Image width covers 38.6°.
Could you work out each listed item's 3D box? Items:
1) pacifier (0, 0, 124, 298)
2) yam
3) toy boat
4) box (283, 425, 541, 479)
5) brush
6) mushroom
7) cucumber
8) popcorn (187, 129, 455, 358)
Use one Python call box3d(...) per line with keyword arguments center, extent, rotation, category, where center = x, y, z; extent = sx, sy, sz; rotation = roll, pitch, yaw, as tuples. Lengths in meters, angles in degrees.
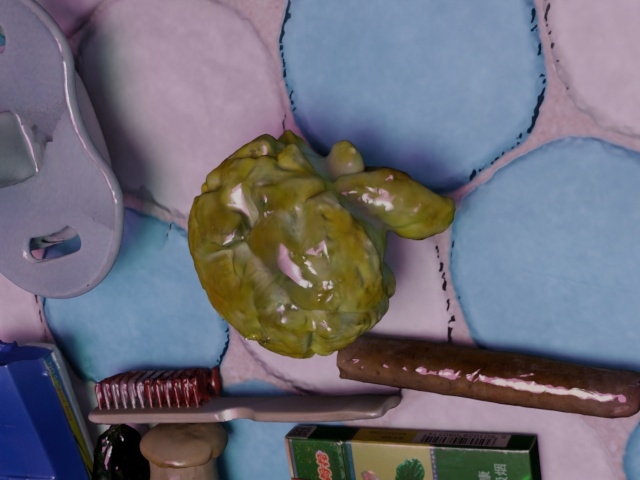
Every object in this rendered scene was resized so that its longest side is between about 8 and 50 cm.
box3d(center=(-0.315, -0.072, 0.819), extent=(0.244, 0.233, 0.299), rotation=(-15, 97, 30), category="pacifier")
box3d(center=(0.138, 0.114, 0.772), extent=(0.264, 0.046, 0.046), rotation=(5, 106, 25), category="yam")
box3d(center=(-0.299, 0.241, 0.991), extent=(0.129, 0.088, 0.295), rotation=(-4, 114, 25), category="toy boat")
box3d(center=(0.085, 0.238, 0.837), extent=(0.235, 0.034, 0.132), rotation=(-2, 104, 25), category="box")
box3d(center=(-0.082, 0.147, 0.876), extent=(0.321, 0.060, 0.050), rotation=(-5, 92, 26), category="brush")
box3d(center=(-0.127, 0.300, 0.918), extent=(0.108, 0.096, 0.246), rotation=(-5, 101, 32), category="mushroom")
box3d(center=(-0.204, 0.327, 0.971), extent=(0.072, 0.081, 0.303), rotation=(1, 104, -1), category="cucumber")
box3d(center=(0.000, 0.000, 0.743), extent=(0.213, 0.198, 0.198), rotation=(-32, 90, 4), category="popcorn")
